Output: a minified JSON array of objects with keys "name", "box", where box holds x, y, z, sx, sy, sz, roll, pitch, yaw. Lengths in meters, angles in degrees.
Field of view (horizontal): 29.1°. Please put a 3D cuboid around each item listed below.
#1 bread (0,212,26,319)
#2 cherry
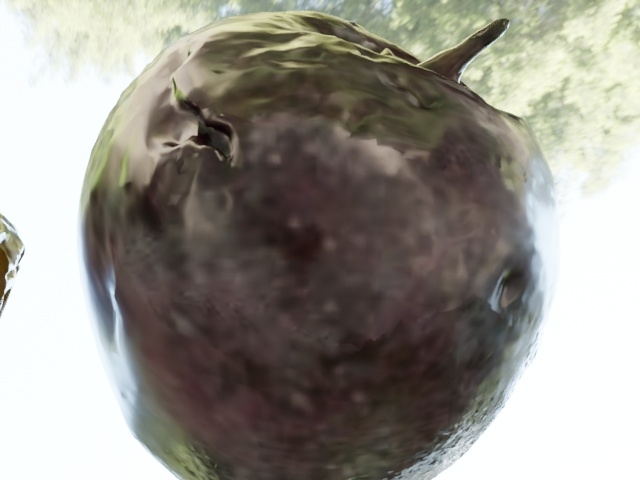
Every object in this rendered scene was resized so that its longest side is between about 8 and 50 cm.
[{"name":"bread","box":[-0.212,0.007,0.441,0.199,0.199,0.104,21,-89,-8]},{"name":"cherry","box":[-0.002,0.010,0.452,0.195,0.195,0.195,1,-94,-10]}]
